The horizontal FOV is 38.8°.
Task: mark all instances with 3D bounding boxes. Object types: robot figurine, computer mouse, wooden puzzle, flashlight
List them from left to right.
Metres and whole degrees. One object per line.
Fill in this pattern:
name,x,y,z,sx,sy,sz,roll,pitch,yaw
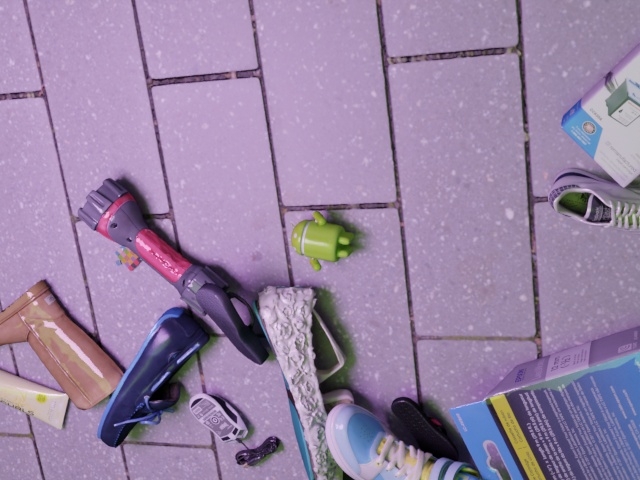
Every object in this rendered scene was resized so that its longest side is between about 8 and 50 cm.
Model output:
wooden puzzle,-0.371,0.027,1.776,0.049,0.006,0.083,47,116,-2
flashlight,-0.307,0.013,1.699,0.304,0.103,0.103,39,112,3
computer mouse,-0.179,0.368,1.816,0.193,0.042,0.106,47,121,-8
robot figurine,0.000,0.000,1.608,0.115,0.067,0.101,11,112,15

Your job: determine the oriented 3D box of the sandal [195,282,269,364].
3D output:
sandal,-0.155,0.142,1.660,0.097,0.054,0.254,29,160,29

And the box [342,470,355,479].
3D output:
box,0.085,0.475,1.777,0.083,0.018,0.067,8,111,16

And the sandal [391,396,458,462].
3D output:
sandal,0.199,0.348,1.677,0.067,0.040,0.179,-28,107,34

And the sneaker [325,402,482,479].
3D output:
sneaker,0.167,0.397,1.614,0.208,0.127,0.319,-17,123,48

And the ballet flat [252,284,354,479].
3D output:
ballet flat,-0.010,0.269,1.679,0.147,0.147,0.409,-10,105,21

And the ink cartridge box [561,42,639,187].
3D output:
ink cartridge box,0.481,-0.198,1.370,0.139,0.082,0.191,43,118,0

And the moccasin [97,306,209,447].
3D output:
moccasin,-0.331,0.293,1.788,0.117,0.138,0.342,32,117,0

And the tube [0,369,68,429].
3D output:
tube,-0.655,0.324,1.952,0.240,0.062,0.070,22,155,5

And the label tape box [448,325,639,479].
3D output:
label tape box,0.433,0.321,1.556,0.347,0.115,0.249,-23,100,27

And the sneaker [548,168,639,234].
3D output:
sneaker,0.473,-0.045,1.420,0.235,0.095,0.090,11,110,13

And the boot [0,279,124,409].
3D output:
boot,-0.564,0.246,1.876,0.236,0.089,0.269,-35,96,26
